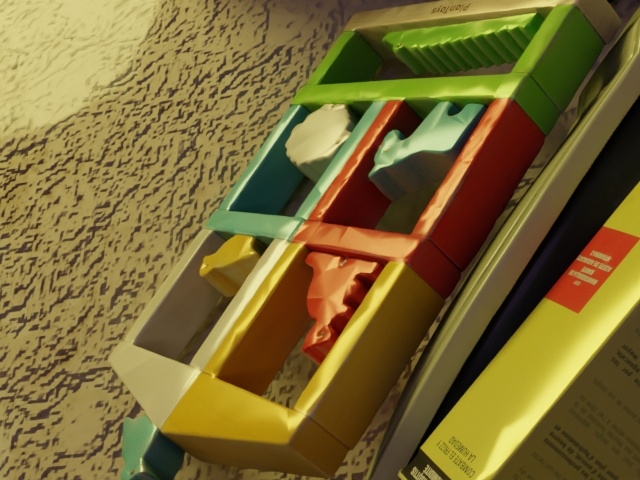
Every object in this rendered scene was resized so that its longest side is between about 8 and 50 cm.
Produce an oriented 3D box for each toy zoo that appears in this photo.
[{"bbox_3d":[0.000,0.000,0.555,0.192,0.030,0.293,8,60,57],"label":"toy zoo"}]

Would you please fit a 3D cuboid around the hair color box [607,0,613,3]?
[{"bbox_3d":[0.254,-0.298,0.604,0.347,0.174,0.105,-35,58,-2],"label":"hair color box"}]

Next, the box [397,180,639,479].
[{"bbox_3d":[0.138,0.030,0.428,0.232,0.087,0.058,-51,20,-1],"label":"box"}]

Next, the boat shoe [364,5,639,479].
[{"bbox_3d":[0.140,0.005,0.512,0.113,0.127,0.340,33,75,5],"label":"boat shoe"}]
